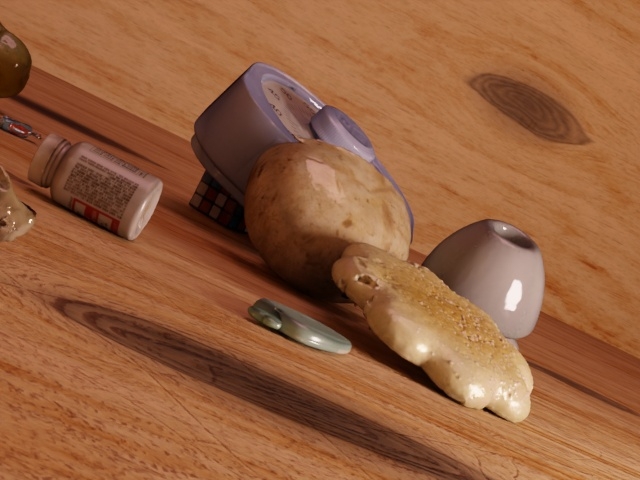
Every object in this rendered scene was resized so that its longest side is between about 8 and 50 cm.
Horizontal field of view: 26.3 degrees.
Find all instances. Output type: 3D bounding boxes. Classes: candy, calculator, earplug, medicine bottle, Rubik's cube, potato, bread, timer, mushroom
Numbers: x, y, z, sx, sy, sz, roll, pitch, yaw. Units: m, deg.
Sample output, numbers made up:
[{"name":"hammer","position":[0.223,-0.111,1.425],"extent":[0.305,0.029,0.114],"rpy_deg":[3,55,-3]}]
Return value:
[{"name":"candy","position":[-0.445,-0.166,1.999],"extent":[0.083,0.020,0.030],"rpy_deg":[22,6,-34]},{"name":"calculator","position":[-0.023,0.094,1.492],"extent":[0.095,0.021,0.153],"rpy_deg":[30,2,36]},{"name":"earplug","position":[0.219,0.089,2.011],"extent":[0.214,0.175,0.325],"rpy_deg":[26,-25,-1]},{"name":"medicine bottle","position":[-0.258,-0.064,1.560],"extent":[0.140,0.079,0.079],"rpy_deg":[27,5,2]},{"name":"Rubik's cube","position":[-0.140,-0.072,2.232],"extent":[0.092,0.092,0.092],"rpy_deg":[30,6,32]},{"name":"potato","position":[-0.548,-0.304,2.168],"extent":[0.194,0.157,0.157],"rpy_deg":[26,5,-1]},{"name":"bread","position":[0.148,0.108,1.714],"extent":[0.316,0.054,0.316],"rpy_deg":[34,16,-11]},{"name":"timer","position":[-0.009,-0.124,2.168],"extent":[0.395,0.173,0.395],"rpy_deg":[41,18,-16]},{"name":"mushroom","position":[0.000,0.000,1.883],"extent":[0.253,0.195,0.189],"rpy_deg":[32,35,-20]}]

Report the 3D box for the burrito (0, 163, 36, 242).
[{"name":"burrito","position":[-0.375,-0.094,1.111],"extent":[0.347,0.107,0.175],"rpy_deg":[33,-8,36]}]
